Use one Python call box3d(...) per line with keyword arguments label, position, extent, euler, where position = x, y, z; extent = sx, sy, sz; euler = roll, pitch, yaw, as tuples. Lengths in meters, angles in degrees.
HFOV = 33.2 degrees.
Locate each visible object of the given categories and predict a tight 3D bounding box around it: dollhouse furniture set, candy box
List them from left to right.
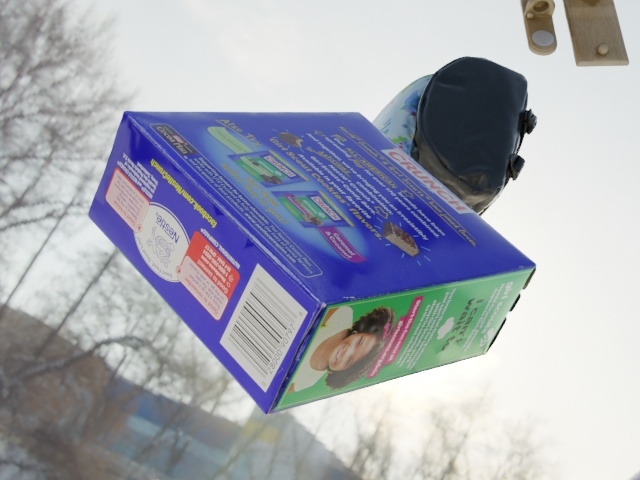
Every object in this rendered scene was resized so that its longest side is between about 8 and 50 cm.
box3d(label="candy box", position=(0.000, 0.000, 0.969), extent=(0.317, 0.122, 0.268), euler=(-8, 43, -48))
box3d(label="dollhouse furniture set", position=(0.260, -0.280, 1.137), extent=(0.144, 0.123, 0.151), euler=(-1, -34, 0))

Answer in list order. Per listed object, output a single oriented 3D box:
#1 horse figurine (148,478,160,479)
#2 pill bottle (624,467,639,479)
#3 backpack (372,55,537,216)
box3d(label="horse figurine", position=(-0.180, 0.280, 0.786), extent=(0.263, 0.174, 0.066), euler=(-18, -44, 10))
box3d(label="pill bottle", position=(0.311, 0.295, 0.941), extent=(0.181, 0.323, 0.182), euler=(30, -48, 40))
box3d(label="backpack", position=(0.138, -0.081, 1.632), extent=(0.273, 0.290, 0.356), euler=(21, -42, 2))
